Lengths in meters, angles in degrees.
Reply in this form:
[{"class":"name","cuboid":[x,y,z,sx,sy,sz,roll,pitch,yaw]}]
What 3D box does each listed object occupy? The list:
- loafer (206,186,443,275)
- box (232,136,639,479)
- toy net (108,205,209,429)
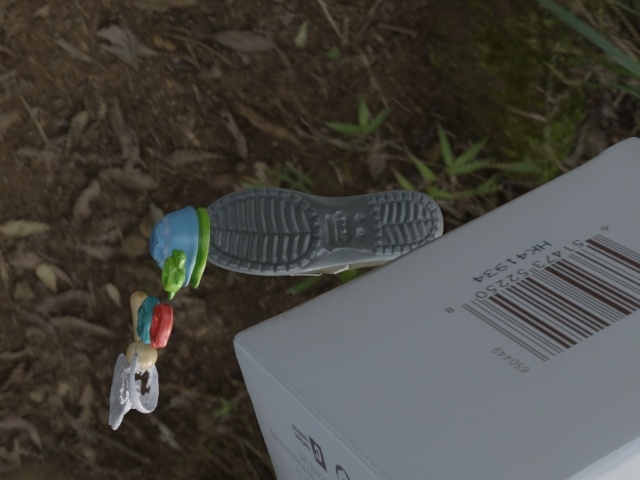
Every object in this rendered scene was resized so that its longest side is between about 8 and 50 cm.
[{"class":"loafer","cuboid":[0.000,0.000,1.227,0.251,0.094,0.087,1,165,8]},{"class":"box","cuboid":[0.130,0.166,0.528,0.215,0.168,0.345,-25,119,-19]},{"class":"toy net","cuboid":[-0.143,0.086,1.070,0.045,0.122,0.232,7,120,-22]}]
